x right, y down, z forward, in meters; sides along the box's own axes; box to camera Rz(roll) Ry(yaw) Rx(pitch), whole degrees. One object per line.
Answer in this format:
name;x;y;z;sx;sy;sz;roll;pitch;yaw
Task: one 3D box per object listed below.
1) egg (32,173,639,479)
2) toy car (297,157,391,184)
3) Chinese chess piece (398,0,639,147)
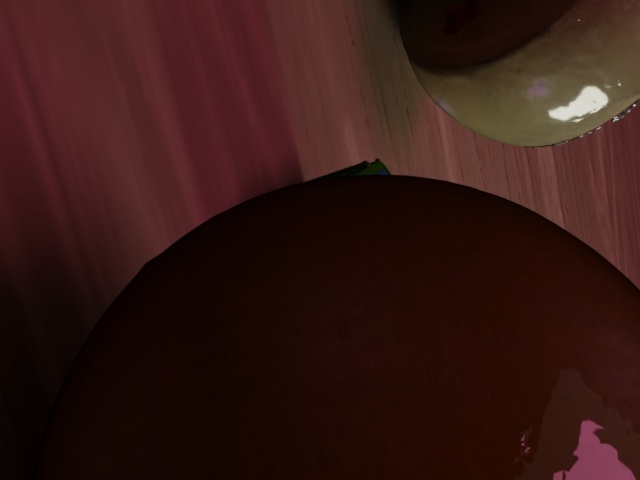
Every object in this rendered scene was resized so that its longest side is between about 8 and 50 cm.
egg;0.031;0.139;0.601;0.282;0.283;0.351;-63;146;-53
toy car;0.000;0.000;0.848;0.062;0.071;0.165;69;23;-6
Chinese chess piece;0.168;-0.188;1.075;0.097;0.251;0.250;35;50;-32
